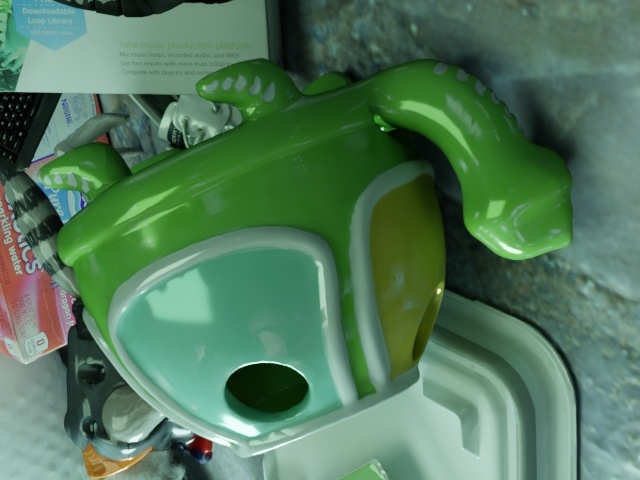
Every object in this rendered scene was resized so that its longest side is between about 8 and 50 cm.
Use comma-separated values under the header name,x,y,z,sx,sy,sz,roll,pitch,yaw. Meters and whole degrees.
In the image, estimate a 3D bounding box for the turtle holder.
name,x,y,z,sx,sy,sz,roll,pitch,yaw
turtle holder,-0.007,0.004,0.910,0.243,0.320,0.227,125,122,-83

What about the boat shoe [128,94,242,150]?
name,x,y,z,sx,sy,sz,roll,pitch,yaw
boat shoe,-0.098,-0.094,1.078,0.226,0.076,0.083,43,141,27

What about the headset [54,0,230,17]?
name,x,y,z,sx,sy,sz,roll,pitch,yaw
headset,-0.081,-0.247,0.804,0.394,0.185,0.243,3,121,19

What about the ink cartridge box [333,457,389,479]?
name,x,y,z,sx,sy,sz,roll,pitch,yaw
ink cartridge box,0.020,0.275,1.066,0.235,0.056,0.171,-35,87,35

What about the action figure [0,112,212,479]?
name,x,y,z,sx,sy,sz,roll,pitch,yaw
action figure,-0.182,0.078,1.179,0.341,0.178,0.330,159,102,-71

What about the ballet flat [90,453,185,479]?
name,x,y,z,sx,sy,sz,roll,pitch,yaw
ballet flat,-0.174,0.265,1.390,0.280,0.096,0.095,53,144,16

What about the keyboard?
name,x,y,z,sx,sy,sz,roll,pitch,yaw
keyboard,-0.238,-0.159,1.078,0.100,0.038,0.192,28,96,37

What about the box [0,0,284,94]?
name,x,y,z,sx,sy,sz,roll,pitch,yaw
box,-0.151,-0.258,0.947,0.232,0.058,0.322,1,119,8

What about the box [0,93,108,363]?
name,x,y,z,sx,sy,sz,roll,pitch,yaw
box,-0.294,-0.056,1.294,0.142,0.154,0.300,15,124,48

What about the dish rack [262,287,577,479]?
name,x,y,z,sx,sy,sz,roll,pitch,yaw
dish rack,0.050,0.156,1.055,0.333,0.072,0.285,25,131,44

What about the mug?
name,x,y,z,sx,sy,sz,roll,pitch,yaw
mug,-0.375,0.275,1.548,0.328,0.276,0.374,64,176,-13
